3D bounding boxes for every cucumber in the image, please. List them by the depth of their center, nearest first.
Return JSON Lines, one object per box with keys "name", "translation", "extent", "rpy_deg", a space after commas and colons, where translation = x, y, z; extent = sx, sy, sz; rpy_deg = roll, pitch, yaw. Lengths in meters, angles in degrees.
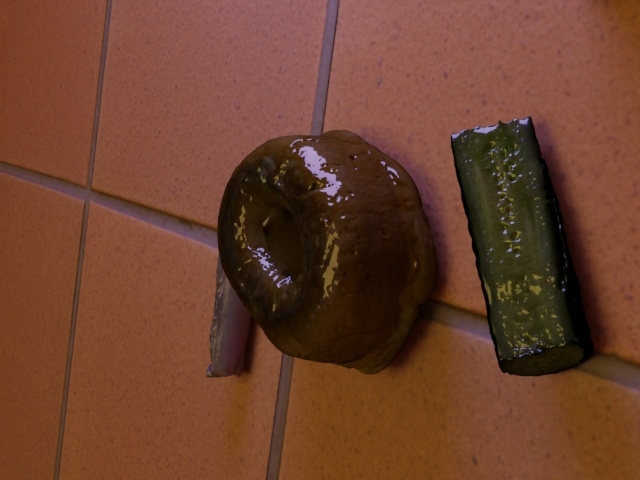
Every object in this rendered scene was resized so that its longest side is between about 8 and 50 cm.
{"name": "cucumber", "translation": [0.165, 0.002, 0.829], "extent": [0.078, 0.062, 0.211], "rpy_deg": [-16, 63, 19]}

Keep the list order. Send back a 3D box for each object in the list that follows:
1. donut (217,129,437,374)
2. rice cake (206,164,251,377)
{"name": "donut", "translation": [0.000, 0.000, 1.003], "extent": [0.261, 0.128, 0.208], "rpy_deg": [42, 120, 47]}
{"name": "rice cake", "translation": [-0.097, 0.039, 1.206], "extent": [0.049, 0.055, 0.270], "rpy_deg": [-145, 65, -74]}
